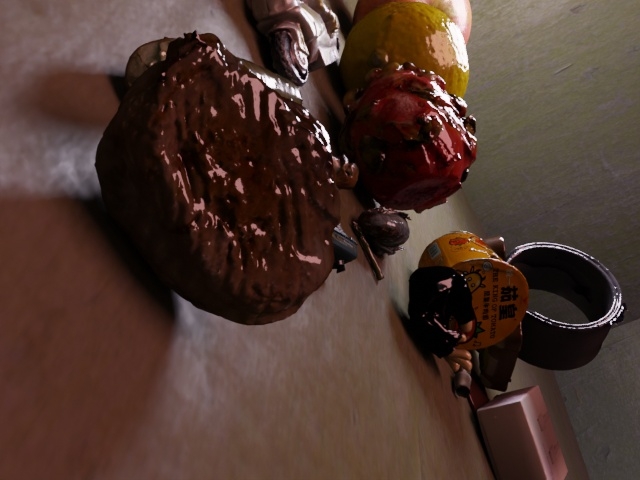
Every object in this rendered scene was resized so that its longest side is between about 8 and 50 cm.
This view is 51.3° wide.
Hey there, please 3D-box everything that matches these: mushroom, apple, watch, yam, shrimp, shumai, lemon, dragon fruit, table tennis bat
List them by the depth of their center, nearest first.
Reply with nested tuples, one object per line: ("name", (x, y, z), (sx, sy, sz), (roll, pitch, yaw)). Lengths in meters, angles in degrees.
("shumai", (-0.093, -0.050, 0.574), (0.218, 0.183, 0.185), (42, -8, -27))
("yam", (-0.105, -0.176, 0.776), (0.083, 0.083, 0.371), (65, 15, -1))
("mushroom", (-0.009, -0.132, 1.048), (0.187, 0.061, 0.060), (31, 23, -41))
("shrimp", (0.130, -0.012, 1.236), (0.233, 0.079, 0.090), (23, 81, -68))
("dragon fruit", (0.159, -0.215, 1.317), (0.269, 0.250, 0.290), (9, 62, -47))
("table tennis bat", (0.374, 0.372, 1.500), (0.274, 0.021, 0.154), (46, 27, -43))
("watch", (0.522, 0.173, 1.558), (0.335, 0.327, 0.313), (-90, 180, -49))
("lemon", (0.202, -0.407, 1.590), (0.336, 0.336, 0.336), (54, 21, -32))
("apple", (0.271, -0.670, 2.047), (0.364, 0.364, 0.363), (54, 21, -32))

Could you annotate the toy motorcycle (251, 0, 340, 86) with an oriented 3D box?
("toy motorcycle", (-0.044, -0.406, 1.202), (0.222, 0.108, 0.340), (66, 24, -16))

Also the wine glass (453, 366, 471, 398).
("wine glass", (0.285, 0.279, 1.337), (0.039, 0.042, 0.083), (34, 23, -1))

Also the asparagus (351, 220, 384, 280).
("asparagus", (0.081, 0.017, 1.147), (0.114, 0.014, 0.015), (63, 1, -3))

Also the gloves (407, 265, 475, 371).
("gloves", (0.227, 0.152, 1.231), (0.164, 0.124, 0.203), (-22, 115, -44))

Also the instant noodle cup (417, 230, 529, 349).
("instant noodle cup", (0.298, 0.092, 1.380), (0.215, 0.216, 0.172), (56, 11, -26))

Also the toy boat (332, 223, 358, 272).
("toy boat", (0.000, 0.000, 0.873), (0.141, 0.055, 0.060), (28, 48, -61))

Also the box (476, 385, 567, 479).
("box", (0.431, 0.430, 1.416), (0.252, 0.106, 0.203), (9, 63, -63))
